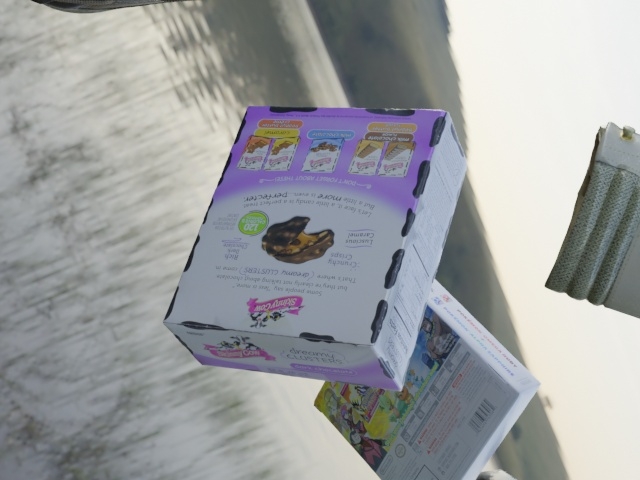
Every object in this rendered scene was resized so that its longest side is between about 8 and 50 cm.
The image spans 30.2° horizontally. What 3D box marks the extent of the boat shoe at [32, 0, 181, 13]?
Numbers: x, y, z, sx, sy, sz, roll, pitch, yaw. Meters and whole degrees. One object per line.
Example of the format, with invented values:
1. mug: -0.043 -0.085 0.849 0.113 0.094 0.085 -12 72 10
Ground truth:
1. boat shoe: -0.101 -0.254 1.002 0.130 0.355 0.132 -74 150 -70

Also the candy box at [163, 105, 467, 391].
1. candy box: 0.000 0.000 0.862 0.070 0.164 0.196 59 43 -51

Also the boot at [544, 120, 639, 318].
1. boot: 0.230 -0.034 0.642 0.165 0.213 0.077 25 -15 13

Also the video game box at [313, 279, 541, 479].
1. video game box: 0.099 0.154 1.191 0.048 0.205 0.187 -15 51 -47

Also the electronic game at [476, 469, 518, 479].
1. electronic game: 0.294 0.357 1.486 0.229 0.048 0.229 32 -4 2
